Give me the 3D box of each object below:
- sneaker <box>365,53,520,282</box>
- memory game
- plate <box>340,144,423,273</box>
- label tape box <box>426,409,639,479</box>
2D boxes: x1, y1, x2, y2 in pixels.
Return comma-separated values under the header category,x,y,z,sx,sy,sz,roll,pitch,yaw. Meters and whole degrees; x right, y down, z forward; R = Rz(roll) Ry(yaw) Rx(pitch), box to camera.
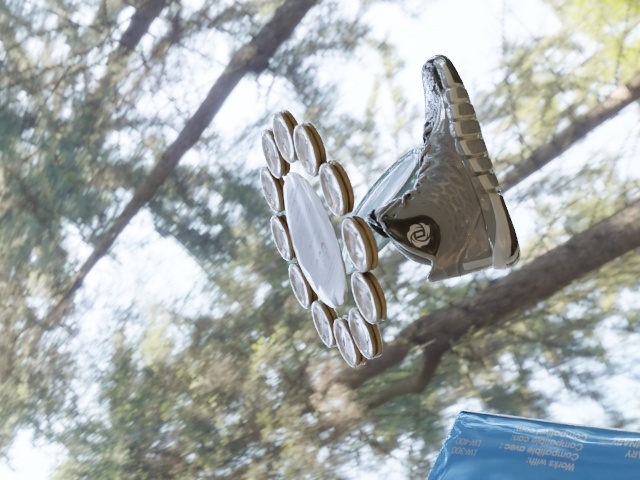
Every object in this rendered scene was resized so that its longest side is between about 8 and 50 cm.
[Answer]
category,x,y,z,sx,sy,sz,roll,pitch,yaw
sneaker,0.098,-0.065,1.130,0.132,0.086,0.229,-19,-112,8
memory game,0.000,0.000,0.810,0.012,0.186,0.186,-20,-100,-18
plate,0.072,-0.043,1.250,0.024,0.188,0.188,40,-121,-10
label tape box,0.238,0.207,0.960,0.347,0.249,0.115,22,-105,-42
